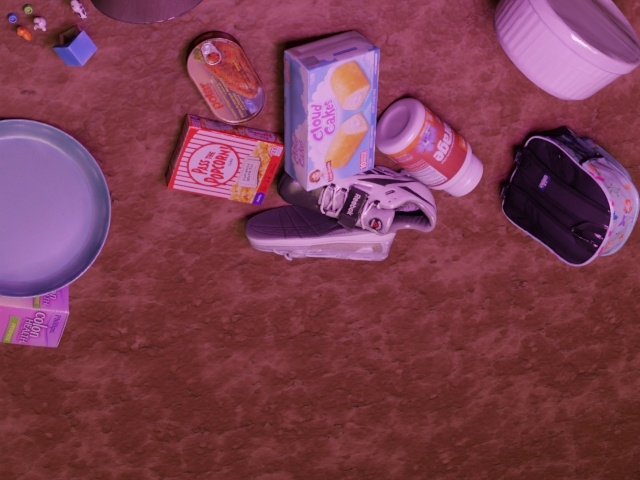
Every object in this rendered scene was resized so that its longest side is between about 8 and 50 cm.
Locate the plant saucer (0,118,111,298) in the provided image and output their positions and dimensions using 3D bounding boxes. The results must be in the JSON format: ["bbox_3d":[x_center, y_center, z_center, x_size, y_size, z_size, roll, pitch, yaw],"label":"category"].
[{"bbox_3d":[-0.536,-0.056,1.855,0.318,0.044,0.317,1,88,-23],"label":"plant saucer"}]

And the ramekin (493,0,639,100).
[{"bbox_3d":[0.426,-0.367,1.833,0.273,0.272,0.127,20,134,-29],"label":"ramekin"}]

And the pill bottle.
[{"bbox_3d":[0.215,-0.174,2.021,0.216,0.121,0.121,32,115,-35],"label":"pill bottle"}]

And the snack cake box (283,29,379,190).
[{"bbox_3d":[0.018,-0.236,1.908,0.152,0.089,0.264,-22,136,-24],"label":"snack cake box"}]

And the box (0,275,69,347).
[{"bbox_3d":[-0.597,0.069,1.929,0.243,0.213,0.117,8,137,-22],"label":"box"}]

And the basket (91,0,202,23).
[{"bbox_3d":[-0.255,-0.460,1.565,0.204,0.154,0.227,-23,160,-18],"label":"basket"}]

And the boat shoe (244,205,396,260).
[{"bbox_3d":[0.000,-0.002,2.115,0.320,0.118,0.103,-3,126,-22],"label":"boat shoe"}]

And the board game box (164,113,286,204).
[{"bbox_3d":[-0.182,-0.151,1.979,0.194,0.045,0.146,9,126,-23],"label":"board game box"}]

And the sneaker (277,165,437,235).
[{"bbox_3d":[0.082,-0.080,2.049,0.331,0.146,0.122,4,127,-17],"label":"sneaker"}]

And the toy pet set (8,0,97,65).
[{"bbox_3d":[-0.437,-0.344,1.730,0.122,0.065,0.114,-27,131,8],"label":"toy pet set"}]

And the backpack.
[{"bbox_3d":[0.518,-0.080,2.102,0.191,0.253,0.225,-11,134,-34],"label":"backpack"}]

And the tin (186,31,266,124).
[{"bbox_3d":[-0.170,-0.291,1.871,0.106,0.040,0.189,-28,131,3],"label":"tin"}]
